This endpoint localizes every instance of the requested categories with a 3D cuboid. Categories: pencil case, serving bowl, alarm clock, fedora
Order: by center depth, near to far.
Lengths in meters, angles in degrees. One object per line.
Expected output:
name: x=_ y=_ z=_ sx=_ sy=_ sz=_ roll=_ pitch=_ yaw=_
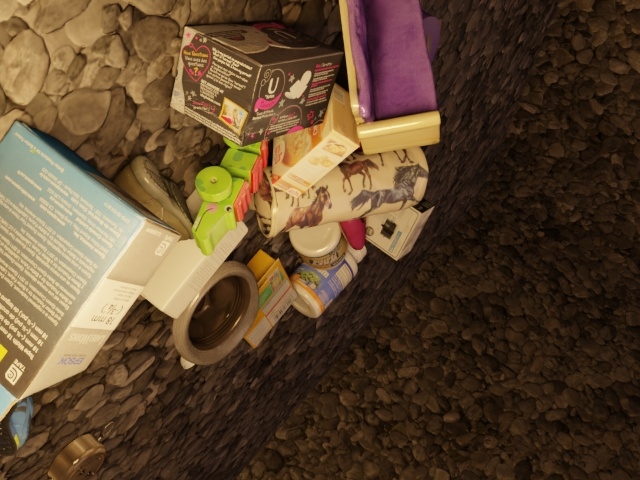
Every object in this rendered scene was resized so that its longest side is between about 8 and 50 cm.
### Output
pencil case: x=0.045 y=-0.123 z=1.457 sx=0.410 sy=0.183 sz=0.160 roll=-13 pitch=118 yaw=-21
fedora: x=-0.261 y=0.141 z=1.461 sx=0.243 sy=0.124 sz=0.275 roll=-52 pitch=153 yaw=-15
alarm clock: x=-0.541 y=0.497 z=1.495 sx=0.192 sy=0.064 sz=0.129 roll=-52 pitch=161 yaw=-17
serving bowl: x=-0.335 y=0.292 z=1.691 sx=0.083 sy=0.027 sz=0.083 roll=-46 pitch=159 yaw=-24

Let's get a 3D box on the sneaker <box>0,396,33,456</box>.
sneaker: x=-0.542 y=0.280 z=1.136 sx=0.082 sy=0.069 sz=0.209 roll=-78 pitch=-178 yaw=-58

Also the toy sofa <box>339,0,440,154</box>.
toy sofa: x=0.124 y=-0.358 z=1.202 sx=0.177 sy=0.150 sz=0.362 roll=59 pitch=24 yaw=-71

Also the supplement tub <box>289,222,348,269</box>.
supplement tub: x=0.000 y=0.000 z=1.824 sx=0.144 sy=0.144 sz=0.199 roll=-52 pitch=161 yaw=-8

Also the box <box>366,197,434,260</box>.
box: x=0.145 y=-0.098 z=1.789 sx=0.087 sy=0.290 sz=0.169 roll=-28 pitch=149 yaw=-51

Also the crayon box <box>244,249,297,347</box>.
crayon box: x=-0.176 y=0.157 z=1.762 sx=0.203 sy=0.083 sz=0.323 roll=-50 pitch=162 yaw=-13

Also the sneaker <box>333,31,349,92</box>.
sneaker: x=0.054 y=-0.350 z=1.446 sx=0.330 sy=0.122 sz=0.146 roll=-54 pitch=179 yaw=-6

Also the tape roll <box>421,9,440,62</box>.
tape roll: x=0.183 y=-0.440 z=1.609 sx=0.275 sy=0.090 sz=0.275 roll=-48 pitch=160 yaw=-23

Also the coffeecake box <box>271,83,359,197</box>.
coffeecake box: x=-0.013 y=-0.194 z=1.267 sx=0.068 sy=0.142 sz=0.185 roll=27 pitch=134 yaw=-31

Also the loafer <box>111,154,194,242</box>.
loafer: x=-0.291 y=-0.062 z=1.133 sx=0.087 sy=0.094 sz=0.251 roll=-25 pitch=153 yaw=1

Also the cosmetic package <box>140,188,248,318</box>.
cosmetic package: x=-0.262 y=0.025 z=1.279 sx=0.231 sy=0.117 sz=0.085 roll=-51 pitch=160 yaw=-8

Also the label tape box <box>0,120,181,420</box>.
label tape box: x=-0.382 y=0.052 z=0.844 sx=0.333 sy=0.241 sz=0.106 roll=-54 pitch=163 yaw=0

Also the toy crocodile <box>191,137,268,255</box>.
toy crocodile: x=-0.154 y=-0.124 z=1.224 sx=0.115 sy=0.105 sz=0.340 roll=93 pitch=13 yaw=-56

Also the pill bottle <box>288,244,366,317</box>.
pill bottle: x=0.019 y=0.097 z=2.026 sx=0.272 sy=0.152 sz=0.152 roll=-47 pitch=160 yaw=-24

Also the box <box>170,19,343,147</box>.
box: x=-0.102 y=-0.273 z=1.088 sx=0.247 sy=0.163 sz=0.142 roll=-29 pitch=145 yaw=-53

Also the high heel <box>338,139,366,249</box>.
high heel: x=0.115 y=-0.131 z=1.655 sx=0.181 sy=0.127 sz=0.377 roll=-14 pitch=132 yaw=6
